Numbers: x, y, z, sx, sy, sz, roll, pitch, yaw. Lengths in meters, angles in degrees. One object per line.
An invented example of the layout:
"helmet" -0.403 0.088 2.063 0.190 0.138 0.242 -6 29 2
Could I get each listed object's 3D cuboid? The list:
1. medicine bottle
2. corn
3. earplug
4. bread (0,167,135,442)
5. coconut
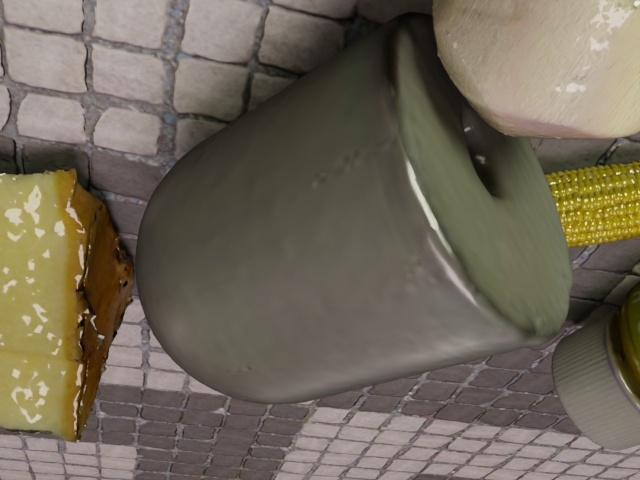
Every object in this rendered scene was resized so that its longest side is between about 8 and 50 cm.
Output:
"medicine bottle" 0.518 0.138 0.998 0.224 0.224 0.384 20 141 -24
"corn" 0.349 -0.046 0.856 0.244 0.093 0.093 -9 143 13
"earplug" 0.000 0.000 0.744 0.394 0.312 0.313 -23 138 32
"bread" -0.385 0.093 0.933 0.248 0.279 0.315 7 157 4
"coconut" 0.194 -0.180 0.580 0.224 0.224 0.234 4 146 -4
